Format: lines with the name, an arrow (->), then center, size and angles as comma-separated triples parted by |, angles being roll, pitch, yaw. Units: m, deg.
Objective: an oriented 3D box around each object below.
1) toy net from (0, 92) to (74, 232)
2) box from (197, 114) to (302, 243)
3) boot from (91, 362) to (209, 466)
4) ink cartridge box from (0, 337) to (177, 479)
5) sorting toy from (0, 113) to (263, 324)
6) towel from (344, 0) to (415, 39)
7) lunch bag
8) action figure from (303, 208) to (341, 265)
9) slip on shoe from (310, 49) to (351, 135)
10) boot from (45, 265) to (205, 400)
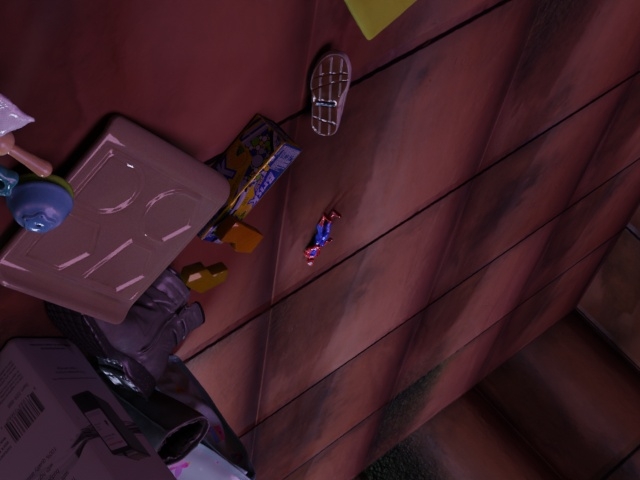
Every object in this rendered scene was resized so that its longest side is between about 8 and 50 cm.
toy net -> -0.317, -0.078, 0.979 | 0.122, 0.045, 0.232 | -5, 145, -3
box -> -0.104, -0.077, 1.307 | 0.169, 0.059, 0.054 | -48, 156, 12
boot -> -0.282, 0.257, 1.404 | 0.189, 0.208, 0.076 | -38, 140, -21
ink cartridge box -> -0.335, 0.297, 1.287 | 0.211, 0.289, 0.121 | -49, 157, 14
sorting toy -> -0.213, -0.006, 1.214 | 0.229, 0.041, 0.307 | -50, 143, 8
towel -> 0.053, -0.288, 1.032 | 0.102, 0.021, 0.237 | -39, 159, 5
lunch bag -> -0.244, 0.338, 1.546 | 0.223, 0.262, 0.160 | -47, 157, 11
action figure -> 0.000, 0.000, 1.661 | 0.038, 0.030, 0.115 | -28, 156, -43
slip on shoe -> 0.014, -0.198, 1.320 | 0.135, 0.051, 0.041 | 94, 7, -48
boot -> -0.252, 0.088, 1.345 | 0.161, 0.083, 0.246 | -58, 145, -24
